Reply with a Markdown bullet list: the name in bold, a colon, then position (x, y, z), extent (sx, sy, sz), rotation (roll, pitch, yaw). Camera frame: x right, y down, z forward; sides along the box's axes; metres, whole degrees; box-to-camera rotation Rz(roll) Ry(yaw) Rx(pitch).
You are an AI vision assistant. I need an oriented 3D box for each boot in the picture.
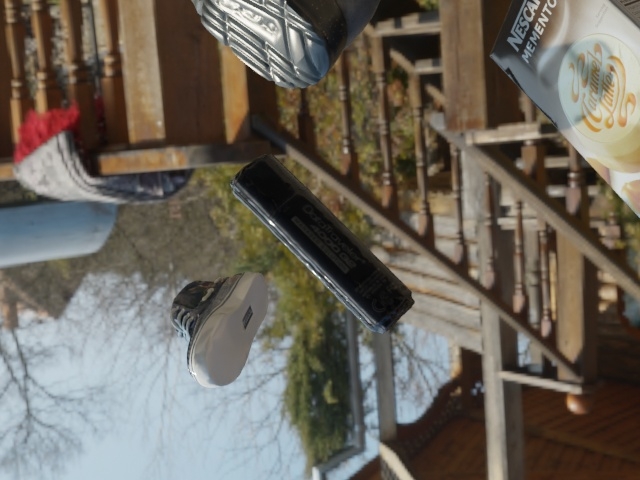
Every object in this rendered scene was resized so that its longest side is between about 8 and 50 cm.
- **boot**: position (-0.066, -0.289, 0.648), extent (0.223, 0.338, 0.118), rotation (-53, -169, -28)
- **boot**: position (-0.117, 0.091, 0.856), extent (0.086, 0.069, 0.190), rotation (-7, -162, 15)

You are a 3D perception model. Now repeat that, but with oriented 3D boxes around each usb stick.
- **usb stick**: position (0.000, 0.000, 1.069), extent (0.077, 0.278, 0.045), rotation (-40, 167, -24)

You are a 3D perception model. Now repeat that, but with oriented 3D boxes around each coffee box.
- **coffee box**: position (0.270, -0.138, 0.717), extent (0.098, 0.246, 0.141), rotation (-22, 151, -24)
